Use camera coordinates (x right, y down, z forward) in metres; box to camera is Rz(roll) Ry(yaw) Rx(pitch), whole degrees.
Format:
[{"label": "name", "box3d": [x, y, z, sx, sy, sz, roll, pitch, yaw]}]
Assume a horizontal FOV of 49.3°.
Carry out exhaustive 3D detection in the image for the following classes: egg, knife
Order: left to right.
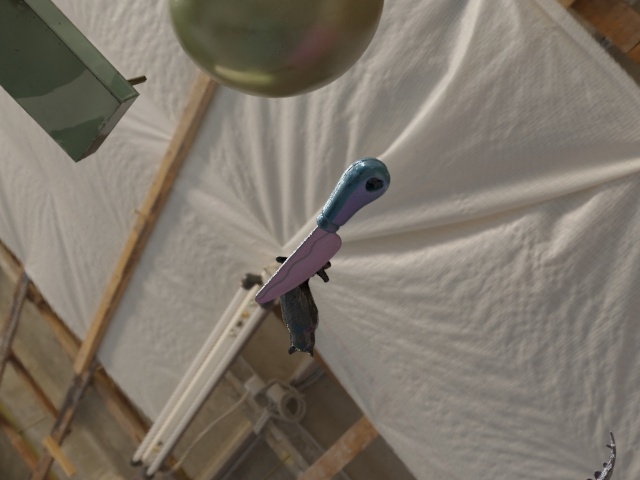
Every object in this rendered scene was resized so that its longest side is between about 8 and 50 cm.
[{"label": "egg", "box3d": [-0.047, -0.224, 0.639, 0.241, 0.185, 0.186, 11, -63, 52]}, {"label": "knife", "box3d": [0.002, 0.000, 0.811, 0.244, 0.058, 0.032, -53, -139, 32]}]

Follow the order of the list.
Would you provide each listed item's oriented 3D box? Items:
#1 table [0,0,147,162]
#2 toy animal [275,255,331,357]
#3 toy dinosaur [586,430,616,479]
[{"label": "table", "box3d": [-0.335, -0.239, 0.882, 0.240, 0.111, 0.121, 47, -57, -7]}, {"label": "toy animal", "box3d": [-0.041, 0.134, 1.413, 0.121, 0.117, 0.210, -4, -96, 24]}, {"label": "toy dinosaur", "box3d": [0.470, 0.427, 1.180, 0.039, 0.082, 0.209, 15, -90, 57]}]
